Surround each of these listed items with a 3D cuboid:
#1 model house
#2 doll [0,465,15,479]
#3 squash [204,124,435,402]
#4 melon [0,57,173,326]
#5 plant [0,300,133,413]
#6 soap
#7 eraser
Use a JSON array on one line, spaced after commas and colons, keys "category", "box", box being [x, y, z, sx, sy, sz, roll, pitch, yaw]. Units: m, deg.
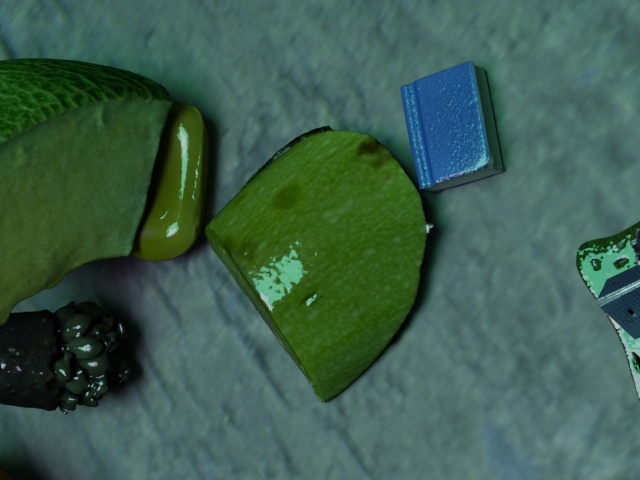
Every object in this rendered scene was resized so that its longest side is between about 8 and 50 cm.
[{"category": "model house", "box": [0.223, 0.050, 0.665, 0.117, 0.088, 0.167, -28, 69, 26]}, {"category": "doll", "box": [-0.309, 0.286, 0.932, 0.235, 0.213, 0.214, 12, 89, -9]}, {"category": "squash", "box": [-0.016, 0.002, 0.819, 0.192, 0.085, 0.184, 50, 118, 26]}, {"category": "melon", "box": [-0.326, -0.042, 0.950, 0.343, 0.226, 0.331, 18, 56, 40]}, {"category": "plant", "box": [-0.236, 0.103, 0.930, 0.092, 0.143, 0.095, 112, 151, -52]}, {"category": "soap", "box": [-0.135, -0.051, 0.937, 0.088, 0.045, 0.140, -2, 82, 37]}, {"category": "eraser", "box": [0.097, -0.083, 0.803, 0.063, 0.027, 0.085, -17, 74, 29]}]
